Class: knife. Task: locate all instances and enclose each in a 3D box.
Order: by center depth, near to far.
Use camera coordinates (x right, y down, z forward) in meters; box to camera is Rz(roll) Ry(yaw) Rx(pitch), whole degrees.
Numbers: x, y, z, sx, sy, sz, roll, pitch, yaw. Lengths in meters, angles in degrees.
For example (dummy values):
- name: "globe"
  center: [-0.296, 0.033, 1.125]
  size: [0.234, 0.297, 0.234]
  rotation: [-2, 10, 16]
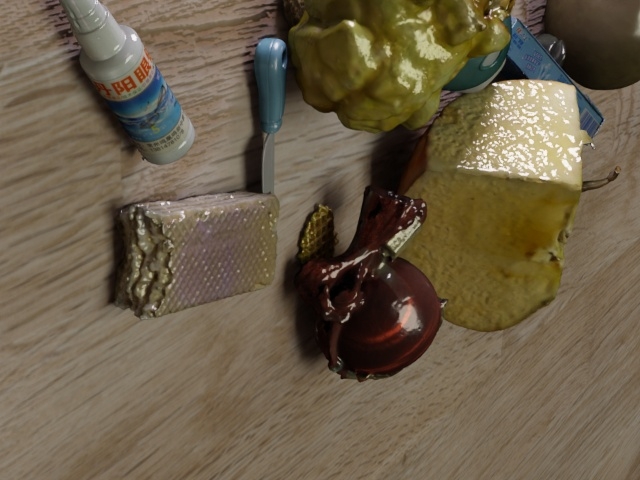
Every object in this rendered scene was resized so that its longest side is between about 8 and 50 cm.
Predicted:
- name: "knife"
  center: [-0.057, -0.101, 1.423]
  size: [0.058, 0.032, 0.244]
  rotation: [-73, 167, -66]

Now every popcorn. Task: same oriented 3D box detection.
- name: "popcorn"
  center: [0.089, -0.253, 1.419]
  size: [0.215, 0.252, 0.286]
  rotation: [29, 68, -21]

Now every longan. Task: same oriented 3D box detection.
- name: "longan"
  center: [0.465, -0.360, 2.079]
  size: [0.248, 0.248, 0.248]
  rotation: [-33, 129, -52]

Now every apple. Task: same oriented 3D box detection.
- name: "apple"
  center: [0.244, -0.039, 1.770]
  size: [0.314, 0.252, 0.309]
  rotation: [-31, 151, -27]

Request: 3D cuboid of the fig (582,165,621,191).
- name: "fig"
  center: [0.325, -0.091, 1.988]
  size: [0.149, 0.202, 0.148]
  rotation: [-99, -156, -66]

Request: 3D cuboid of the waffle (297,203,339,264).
- name: "waffle"
  center: [-0.001, 0.002, 1.587]
  size: [0.078, 0.016, 0.085]
  rotation: [-60, 147, -21]

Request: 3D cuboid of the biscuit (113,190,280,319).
- name: "biscuit"
  center: [-0.122, 0.008, 1.324]
  size: [0.239, 0.062, 0.108]
  rotation: [-13, 111, -60]

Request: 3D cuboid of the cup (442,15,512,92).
- name: "cup"
  center: [0.165, -0.263, 1.633]
  size: [0.299, 0.167, 0.173]
  rotation: [-48, 158, 3]

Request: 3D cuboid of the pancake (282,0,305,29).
- name: "pancake"
  center: [-0.012, -0.276, 1.452]
  size: [0.115, 0.011, 0.114]
  rotation: [-33, 129, -52]

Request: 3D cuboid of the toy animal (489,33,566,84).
- name: "toy animal"
  center: [0.295, -0.234, 1.917]
  size: [0.245, 0.115, 0.146]
  rotation: [-12, 113, -60]

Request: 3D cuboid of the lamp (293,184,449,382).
- name: "lamp"
  center: [0.078, 0.068, 1.596]
  size: [0.215, 0.151, 0.223]
  rotation: [-51, 156, -16]

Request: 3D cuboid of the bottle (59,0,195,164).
- name: "bottle"
  center: [-0.178, -0.152, 1.159]
  size: [0.060, 0.060, 0.217]
  rotation: [-63, 147, -24]

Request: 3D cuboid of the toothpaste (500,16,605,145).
- name: "toothpaste"
  center: [0.308, -0.225, 1.825]
  size: [0.272, 0.066, 0.053]
  rotation: [36, 86, -43]
